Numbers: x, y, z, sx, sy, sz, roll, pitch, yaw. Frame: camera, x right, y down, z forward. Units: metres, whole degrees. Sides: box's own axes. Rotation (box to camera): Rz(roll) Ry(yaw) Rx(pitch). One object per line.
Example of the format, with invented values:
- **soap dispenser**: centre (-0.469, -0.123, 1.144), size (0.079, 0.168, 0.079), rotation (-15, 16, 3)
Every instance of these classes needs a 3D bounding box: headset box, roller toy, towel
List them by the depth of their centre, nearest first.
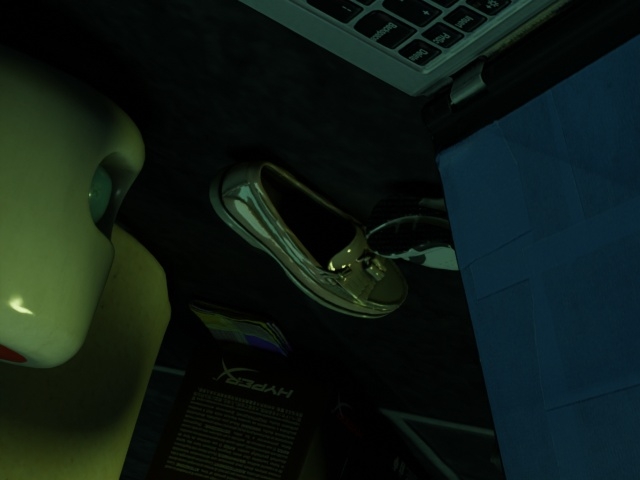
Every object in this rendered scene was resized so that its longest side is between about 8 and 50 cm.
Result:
- **roller toy**: centre (-0.193, -0.030, 0.985), size (0.191, 0.146, 0.209), rotation (27, 165, -40)
- **towel**: centre (-0.048, 0.063, 1.259), size (0.060, 0.009, 0.083), rotation (13, 157, 21)
- **headset box**: centre (-0.049, 0.249, 1.304), size (0.110, 0.293, 0.218), rotation (12, 159, 26)

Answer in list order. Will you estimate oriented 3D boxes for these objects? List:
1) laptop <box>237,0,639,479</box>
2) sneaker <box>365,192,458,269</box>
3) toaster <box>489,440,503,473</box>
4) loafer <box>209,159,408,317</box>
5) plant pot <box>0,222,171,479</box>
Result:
- **laptop**: centre (0.035, -0.036, 0.618), size (0.408, 0.236, 0.382), rotation (28, 158, -14)
- **sneaker**: centre (0.074, -0.005, 0.947), size (0.109, 0.040, 0.044), rotation (5, 170, 45)
- **toaster**: centre (0.168, 0.062, 0.881), size (0.146, 0.129, 0.227), rotation (19, 159, 1)
- **loafer**: centre (0.000, 0.000, 1.016), size (0.125, 0.045, 0.039), rotation (35, 149, -23)
- **plant pot**: centre (-0.246, 0.120, 1.175), size (0.334, 0.305, 0.334), rotation (20, 158, 9)
